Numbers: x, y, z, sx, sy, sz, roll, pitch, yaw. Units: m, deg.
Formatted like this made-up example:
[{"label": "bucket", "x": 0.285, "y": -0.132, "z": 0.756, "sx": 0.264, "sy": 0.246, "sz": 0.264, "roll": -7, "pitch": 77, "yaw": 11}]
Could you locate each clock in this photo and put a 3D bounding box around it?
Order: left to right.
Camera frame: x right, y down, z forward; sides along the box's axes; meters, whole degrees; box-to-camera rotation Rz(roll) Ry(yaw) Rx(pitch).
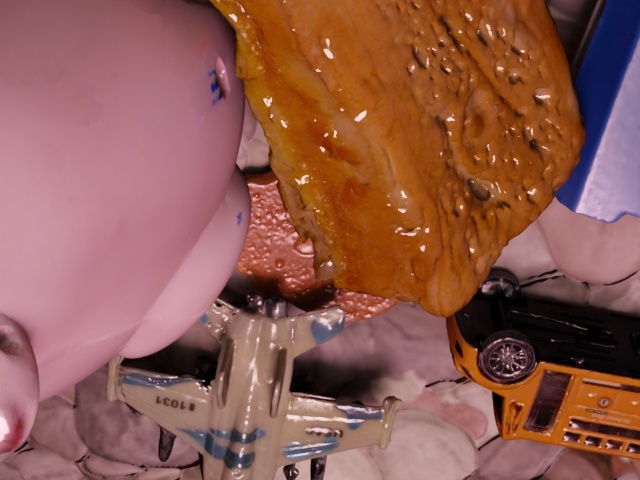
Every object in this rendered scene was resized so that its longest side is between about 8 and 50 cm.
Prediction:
[{"label": "clock", "x": -0.202, "y": -0.067, "z": 0.911, "sx": 0.368, "sy": 0.377, "sz": 0.250, "roll": 32, "pitch": 111, "yaw": -8}]

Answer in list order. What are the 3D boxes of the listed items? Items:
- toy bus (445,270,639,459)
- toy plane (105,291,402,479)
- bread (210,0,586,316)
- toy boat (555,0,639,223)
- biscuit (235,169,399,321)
[{"label": "toy bus", "x": 0.171, "y": 0.087, "z": 1.168, "sx": 0.194, "sy": 0.083, "sz": 0.088, "roll": 11, "pitch": 119, "yaw": -7}, {"label": "toy plane", "x": -0.053, "y": 0.142, "z": 1.203, "sx": 0.192, "sy": 0.088, "sz": 0.262, "roll": 11, "pitch": 128, "yaw": 0}, {"label": "bread", "x": 0.017, "y": -0.133, "z": 0.921, "sx": 0.185, "sy": 0.109, "sz": 0.380, "roll": -44, "pitch": 134, "yaw": -22}, {"label": "toy boat", "x": 0.232, "y": -0.148, "z": 1.048, "sx": 0.129, "sy": 0.088, "sz": 0.295, "roll": 17, "pitch": 106, "yaw": -9}, {"label": "biscuit", "x": 0.000, "y": 0.000, "z": 1.155, "sx": 0.130, "sy": 0.019, "sz": 0.102, "roll": 29, "pitch": 115, "yaw": -16}]
